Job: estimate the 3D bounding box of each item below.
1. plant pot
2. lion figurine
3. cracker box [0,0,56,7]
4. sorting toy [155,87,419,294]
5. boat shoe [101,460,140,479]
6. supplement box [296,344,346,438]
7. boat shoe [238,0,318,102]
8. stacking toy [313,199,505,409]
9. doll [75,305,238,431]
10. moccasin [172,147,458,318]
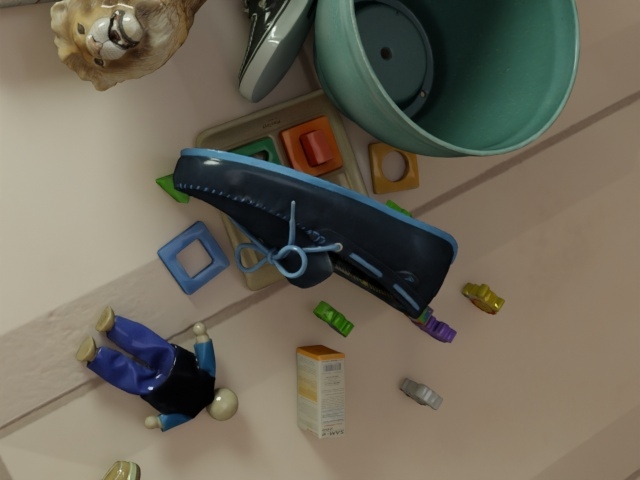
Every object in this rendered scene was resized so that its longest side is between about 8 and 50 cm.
[{"bbox_3d":[0.111,-0.224,1.083,0.293,0.196,0.293,3,84,-28],"label":"plant pot"},{"bbox_3d":[-0.193,-0.354,0.900,0.240,0.142,0.392,-21,92,21],"label":"lion figurine"},{"bbox_3d":[-0.268,-0.323,0.982,0.232,0.067,0.155,-13,100,-24],"label":"cracker box"},{"bbox_3d":[-0.028,-0.060,1.124,0.348,0.047,0.196,-23,103,-22],"label":"sorting toy"},{"bbox_3d":[-0.262,0.313,1.037,0.072,0.068,0.190,31,81,-12],"label":"boat shoe"},{"bbox_3d":[0.001,0.177,1.147,0.036,0.062,0.098,-3,96,-26],"label":"supplement box"},{"bbox_3d":[-0.046,-0.260,1.093,0.070,0.078,0.219,26,85,11],"label":"boat shoe"},{"bbox_3d":[0.109,0.082,1.196,0.221,0.052,0.167,40,75,-23],"label":"stacking toy"},{"bbox_3d":[-0.167,0.144,1.076,0.189,0.046,0.129,35,80,-22],"label":"doll"},{"bbox_3d":[0.000,0.000,1.040,0.342,0.138,0.116,20,87,-22],"label":"moccasin"}]
